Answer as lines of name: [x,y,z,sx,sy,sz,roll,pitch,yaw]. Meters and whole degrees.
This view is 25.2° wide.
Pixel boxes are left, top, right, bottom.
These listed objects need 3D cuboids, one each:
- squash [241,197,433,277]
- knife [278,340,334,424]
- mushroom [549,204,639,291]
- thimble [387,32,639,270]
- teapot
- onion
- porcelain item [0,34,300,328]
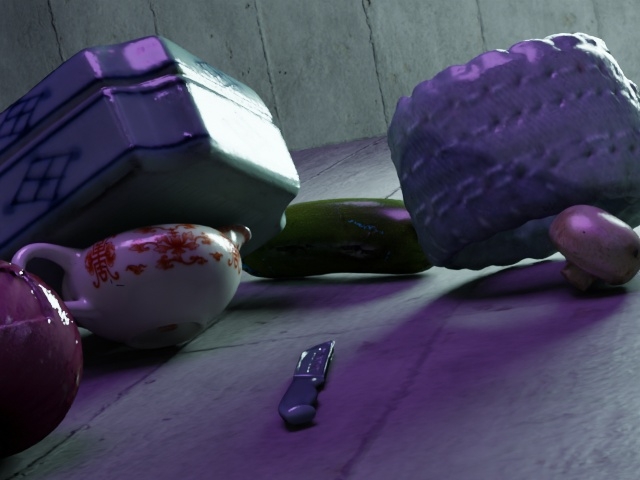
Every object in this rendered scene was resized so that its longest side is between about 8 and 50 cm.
squash: [0.001,-0.001,1.520,0.087,0.087,0.332,-19,9,-43]
knife: [-0.009,0.103,1.052,0.028,0.015,0.210,-17,7,7]
mushroom: [0.228,0.007,1.197,0.067,0.084,0.083,-53,7,4]
thimble: [0.192,-0.080,1.320,0.250,0.171,0.205,-13,-15,-11]
teapot: [-0.161,0.037,1.287,0.246,0.116,0.159,6,-15,-42]
onion: [-0.256,0.085,1.003,0.177,0.177,0.153,0,55,53]
porcelain item: [-0.188,-0.051,1.379,0.281,0.157,0.286,-36,-27,18]
